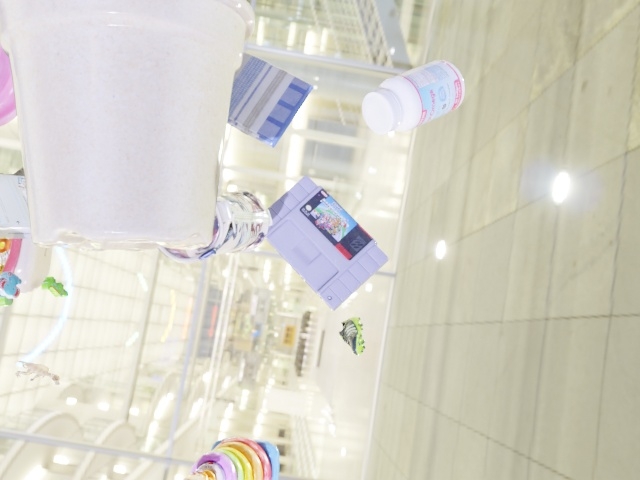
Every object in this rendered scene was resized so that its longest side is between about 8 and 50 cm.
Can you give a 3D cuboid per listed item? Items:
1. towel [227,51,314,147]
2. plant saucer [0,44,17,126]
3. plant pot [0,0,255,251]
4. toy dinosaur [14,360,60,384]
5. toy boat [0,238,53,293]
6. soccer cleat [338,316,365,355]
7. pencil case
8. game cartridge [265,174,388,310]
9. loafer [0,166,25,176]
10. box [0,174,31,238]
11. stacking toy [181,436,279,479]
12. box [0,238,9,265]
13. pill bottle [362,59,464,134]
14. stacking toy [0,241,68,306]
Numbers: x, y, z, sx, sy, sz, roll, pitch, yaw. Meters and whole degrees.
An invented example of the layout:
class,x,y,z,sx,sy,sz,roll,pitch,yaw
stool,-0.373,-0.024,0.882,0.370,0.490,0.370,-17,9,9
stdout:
class,x,y,z,sx,sy,sz,roll,pitch,yaw
towel,-0.186,-0.389,1.856,0.209,0.285,0.034,-59,-18,-8
plant saucer,-0.793,-0.413,1.547,0.332,0.084,0.332,-36,-46,-48
plant pot,-0.249,-0.142,0.885,0.334,0.333,0.306,121,148,-86
toy dinosaur,-0.846,0.375,2.021,0.183,0.092,0.053,48,-145,-47
toy boat,-0.745,0.014,1.675,0.151,0.151,0.231,103,171,-74
soccer cleat,0.094,0.296,2.091,0.179,0.072,0.060,-88,-22,-64
pencil case,-0.233,-0.040,1.574,0.410,0.183,0.160,-14,-77,-80
game cartridge,0.000,0.000,1.989,0.230,0.355,0.068,-43,-14,-4
loafer,-0.725,-0.103,1.504,0.111,0.319,0.112,57,-143,-16
box,-0.586,-0.066,1.322,0.038,0.186,0.145,-50,60,28
stacking toy,-0.217,0.507,1.464,0.302,0.175,0.166,38,-127,-67
box,-0.967,0.044,2.089,0.233,0.044,0.159,-26,83,49
pill bottle,0.144,-0.221,1.073,0.160,0.087,0.087,-28,-33,-32
stacking toy,-0.612,0.067,1.289,0.221,0.166,0.052,52,-141,-48
